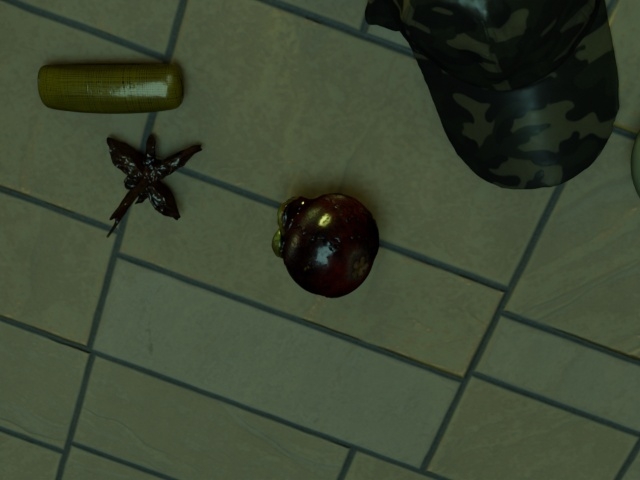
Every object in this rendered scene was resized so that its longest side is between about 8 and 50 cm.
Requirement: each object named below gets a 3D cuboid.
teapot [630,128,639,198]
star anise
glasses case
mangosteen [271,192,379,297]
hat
[{"bbox_3d":[0.555,-0.147,1.863,0.220,0.149,0.318,-1,121,10],"label":"teapot"},{"bbox_3d":[-0.283,-0.088,2.080,0.158,0.144,0.140,13,114,5],"label":"star anise"},{"bbox_3d":[-0.328,-0.236,2.043,0.234,0.064,0.079,2,114,12],"label":"glasses case"},{"bbox_3d":[0.000,0.000,2.071,0.180,0.166,0.166,23,126,27],"label":"mangosteen"},{"bbox_3d":[0.261,-0.243,1.845,0.366,0.257,0.382,-14,98,21],"label":"hat"}]
